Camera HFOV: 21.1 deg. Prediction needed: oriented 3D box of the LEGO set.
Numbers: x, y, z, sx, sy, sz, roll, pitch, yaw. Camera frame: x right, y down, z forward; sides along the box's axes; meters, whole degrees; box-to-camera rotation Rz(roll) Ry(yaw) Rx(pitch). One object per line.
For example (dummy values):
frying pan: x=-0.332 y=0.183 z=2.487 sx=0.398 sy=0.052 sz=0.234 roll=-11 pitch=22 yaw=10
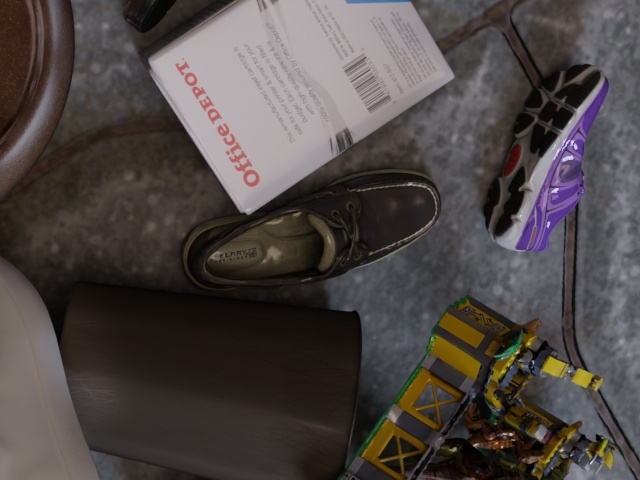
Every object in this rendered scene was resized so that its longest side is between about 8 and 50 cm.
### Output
LEGO set: x=0.156 y=0.214 z=1.334 sx=0.255 sy=0.192 sz=0.331 roll=-50 pitch=152 yaw=-18

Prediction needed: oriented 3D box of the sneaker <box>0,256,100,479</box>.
sneaker: x=-0.255 y=0.113 z=1.255 sx=0.123 sy=0.290 sz=0.106 roll=-1 pitch=131 yaw=-30

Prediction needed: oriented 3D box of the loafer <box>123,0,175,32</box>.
loafer: x=-0.122 y=-0.247 z=1.337 sx=0.061 sy=0.062 sz=0.170 roll=23 pitch=92 yaw=6

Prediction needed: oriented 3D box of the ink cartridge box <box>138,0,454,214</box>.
ink cartridge box: x=-0.022 y=-0.139 z=1.361 sx=0.203 sy=0.086 sz=0.148 roll=-33 pitch=106 yaw=-4

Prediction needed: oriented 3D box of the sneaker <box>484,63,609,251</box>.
sneaker: x=0.199 y=-0.069 z=1.449 sx=0.071 sy=0.068 sz=0.170 roll=17 pitch=106 yaw=-31

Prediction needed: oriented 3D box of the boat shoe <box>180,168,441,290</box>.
boat shoe: x=-0.001 y=-0.001 z=1.400 sx=0.223 sy=0.073 sz=0.080 roll=-14 pitch=104 yaw=-10

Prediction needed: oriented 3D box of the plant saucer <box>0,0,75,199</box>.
plant saucer: x=-0.319 y=-0.150 z=1.262 sx=0.311 sy=0.050 sz=0.310 roll=-3 pitch=96 yaw=-29

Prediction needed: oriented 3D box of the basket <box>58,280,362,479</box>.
basket: x=-0.094 y=0.114 z=1.353 sx=0.227 sy=0.204 sz=0.154 roll=10 pitch=101 yaw=-6
